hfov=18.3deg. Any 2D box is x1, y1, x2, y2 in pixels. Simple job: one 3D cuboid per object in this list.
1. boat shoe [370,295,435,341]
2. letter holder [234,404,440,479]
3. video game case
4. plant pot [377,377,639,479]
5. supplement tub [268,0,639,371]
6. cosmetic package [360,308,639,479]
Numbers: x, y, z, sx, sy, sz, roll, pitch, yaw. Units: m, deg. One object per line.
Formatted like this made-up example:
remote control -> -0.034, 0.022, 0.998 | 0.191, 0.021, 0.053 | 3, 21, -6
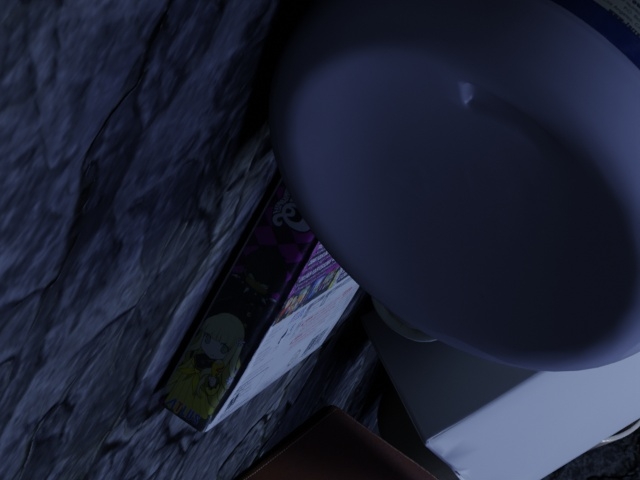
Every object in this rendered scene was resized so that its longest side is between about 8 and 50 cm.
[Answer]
boat shoe -> 0.169, -0.065, 1.633 | 0.340, 0.127, 0.113 | -59, 171, 20
letter holder -> 0.019, 0.297, 1.790 | 0.152, 0.214, 0.302 | -60, 170, 16
video game case -> 0.000, 0.000, 1.249 | 0.210, 0.042, 0.232 | -60, 170, 19
plant pot -> 0.186, 0.157, 2.184 | 0.274, 0.256, 0.256 | -44, -177, 46
supplement tub -> 0.149, -0.116, 1.036 | 0.325, 0.235, 0.235 | -50, 168, -36
cosmetic package -> 0.247, 0.063, 1.781 | 0.365, 0.155, 0.197 | -31, 148, 7
